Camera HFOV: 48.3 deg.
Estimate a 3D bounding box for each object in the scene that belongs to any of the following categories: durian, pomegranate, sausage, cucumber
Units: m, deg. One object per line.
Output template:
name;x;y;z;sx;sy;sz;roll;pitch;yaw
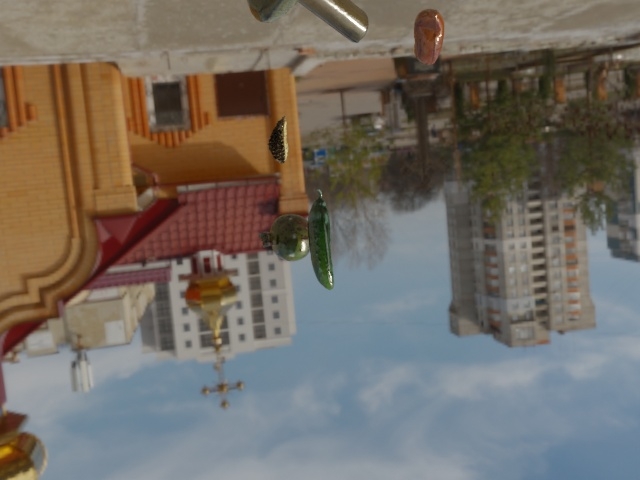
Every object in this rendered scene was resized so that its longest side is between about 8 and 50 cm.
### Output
durian;-0.102;-0.270;1.910;0.052;0.130;0.066;4;-175;45
pomegranate;-0.078;-0.009;1.813;0.130;0.130;0.130;-5;-174;1
sausage;0.301;-0.572;1.985;0.089;0.089;0.179;-6;143;-2
cucumber;0.000;0.000;1.713;0.056;0.250;0.056;-5;-169;1

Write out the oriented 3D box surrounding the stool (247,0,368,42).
stool;0.018;-0.531;1.165;0.226;0.310;0.310;1;155;-40
